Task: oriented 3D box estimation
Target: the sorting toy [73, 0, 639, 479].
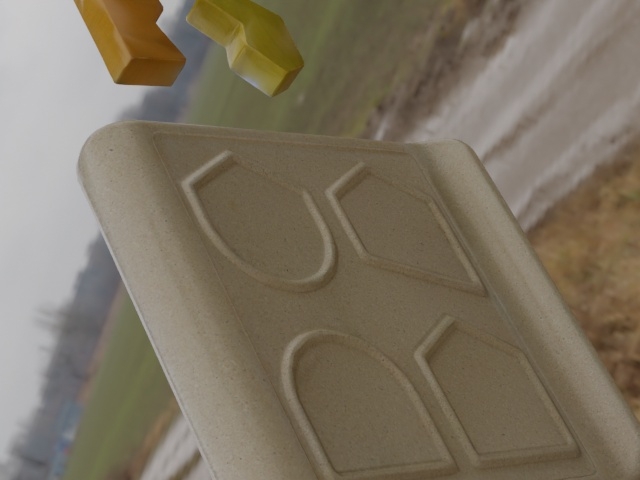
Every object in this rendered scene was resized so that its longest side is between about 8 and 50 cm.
[{"bbox_3d":[0.000,0.000,0.729,0.041,0.229,0.307,-52,54,38],"label":"sorting toy"}]
